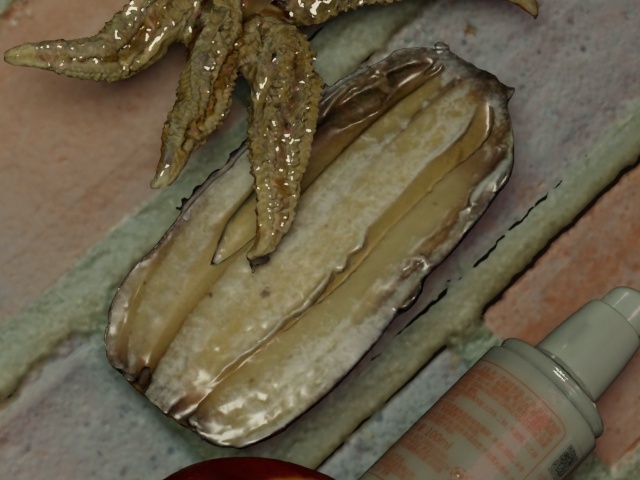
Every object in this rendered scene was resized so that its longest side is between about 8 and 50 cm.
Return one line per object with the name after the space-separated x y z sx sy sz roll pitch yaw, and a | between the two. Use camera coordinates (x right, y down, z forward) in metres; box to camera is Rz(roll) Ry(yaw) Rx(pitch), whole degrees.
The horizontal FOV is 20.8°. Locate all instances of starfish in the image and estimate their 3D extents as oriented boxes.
-0.040 -0.125 1.131 0.301 0.084 0.293 33 60 -7 | starfish

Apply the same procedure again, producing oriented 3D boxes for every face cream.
0.136 0.122 1.184 0.251 0.101 0.101 -44 97 -14 | face cream

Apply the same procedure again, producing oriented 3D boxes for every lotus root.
0.001 0.000 1.168 0.167 0.078 0.329 43 73 12 | lotus root

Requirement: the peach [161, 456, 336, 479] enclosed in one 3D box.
-0.060 0.266 1.054 0.245 0.248 0.275 -5 95 25 | peach
